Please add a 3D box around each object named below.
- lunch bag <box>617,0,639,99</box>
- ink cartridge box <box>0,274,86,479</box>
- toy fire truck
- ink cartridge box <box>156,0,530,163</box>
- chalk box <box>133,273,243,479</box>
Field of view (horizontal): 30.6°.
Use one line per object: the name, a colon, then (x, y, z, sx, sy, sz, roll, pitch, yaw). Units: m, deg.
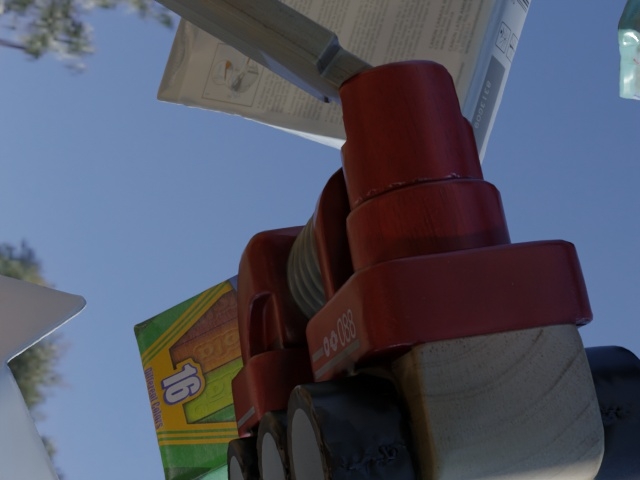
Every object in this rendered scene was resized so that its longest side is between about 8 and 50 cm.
lunch bag: (0.341, -0.215, 0.798, 0.223, 0.160, 0.262, 16, -99, 18)
ink cartridge box: (-0.172, 0.088, 0.396, 0.115, 0.198, 0.067, 12, -50, 35)
toy fire truck: (0.000, 0.000, 0.473, 0.217, 0.158, 0.246, 127, -45, -69)
ink cartridge box: (0.031, -0.252, 1.266, 0.385, 0.091, 0.308, 14, -95, 32)
chalk box: (0.021, 0.083, 0.683, 0.213, 0.132, 0.132, -28, -138, 4)
